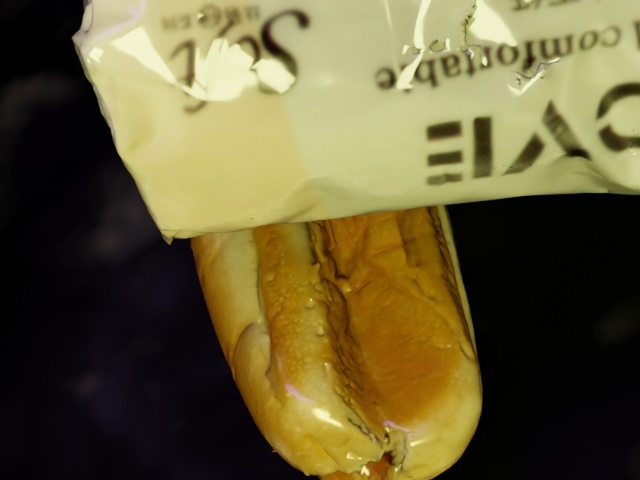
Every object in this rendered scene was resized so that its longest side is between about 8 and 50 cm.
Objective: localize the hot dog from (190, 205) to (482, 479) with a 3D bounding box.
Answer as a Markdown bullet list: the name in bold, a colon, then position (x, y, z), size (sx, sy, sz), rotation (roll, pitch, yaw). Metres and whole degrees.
- **hot dog**: position (0.000, 0.000, 0.741), size (0.102, 0.076, 0.249), rotation (-3, 45, -13)

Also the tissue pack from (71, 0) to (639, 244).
- **tissue pack**: position (0.088, -0.163, 0.707), size (0.375, 0.195, 0.390), rotation (-6, 46, 0)
